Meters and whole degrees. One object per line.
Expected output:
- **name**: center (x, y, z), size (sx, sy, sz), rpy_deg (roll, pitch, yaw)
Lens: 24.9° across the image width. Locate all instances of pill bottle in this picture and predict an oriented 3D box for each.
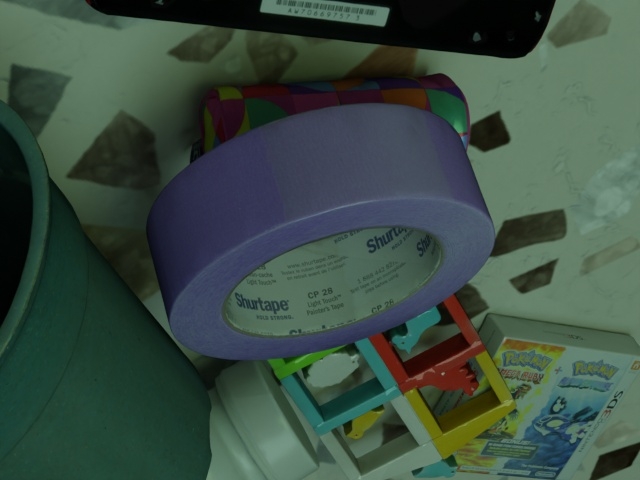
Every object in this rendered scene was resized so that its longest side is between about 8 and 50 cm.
- **pill bottle**: center (-0.159, 0.235, 1.363), size (0.301, 0.169, 0.169), rpy_deg (-31, 132, 0)

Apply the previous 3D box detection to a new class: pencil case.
- **pencil case**: center (0.008, -0.088, 1.237), size (0.236, 0.104, 0.104), rpy_deg (-7, 128, -20)

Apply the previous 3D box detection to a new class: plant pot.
- **plant pot**: center (-0.269, 0.113, 1.131), size (0.341, 0.341, 0.334), rpy_deg (-34, 140, 3)

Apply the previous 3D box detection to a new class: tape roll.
- **tape roll**: center (0.000, 0.000, 1.192), size (0.275, 0.090, 0.275), rpy_deg (-14, 154, -7)

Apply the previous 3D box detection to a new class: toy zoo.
- **toy zoo**: center (0.074, 0.138, 1.452), size (0.192, 0.030, 0.293), rpy_deg (-29, 125, 6)

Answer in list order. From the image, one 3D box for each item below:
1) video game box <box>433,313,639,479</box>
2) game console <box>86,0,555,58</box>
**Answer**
- **video game box**: center (0.230, 0.175, 1.580), size (0.205, 0.048, 0.187), rpy_deg (9, 118, -30)
- **game console**: center (0.030, -0.303, 1.074), size (0.386, 0.060, 0.342), rpy_deg (4, 130, -14)
